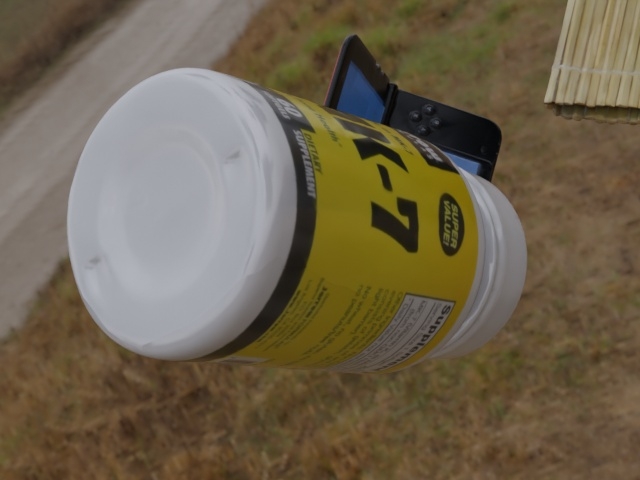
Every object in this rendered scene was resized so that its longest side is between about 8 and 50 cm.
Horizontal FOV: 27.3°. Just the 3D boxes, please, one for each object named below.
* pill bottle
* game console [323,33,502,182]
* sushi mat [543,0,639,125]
[{"bbox_3d":[0.000,0.000,0.597,0.119,0.119,0.208,-8,-11,37],"label":"pill bottle"},{"bbox_3d":[0.048,-0.032,0.797,0.085,0.124,0.144,133,154,-76],"label":"game console"},{"bbox_3d":[0.235,-0.199,0.765,0.151,0.019,0.316,11,68,13],"label":"sushi mat"}]
